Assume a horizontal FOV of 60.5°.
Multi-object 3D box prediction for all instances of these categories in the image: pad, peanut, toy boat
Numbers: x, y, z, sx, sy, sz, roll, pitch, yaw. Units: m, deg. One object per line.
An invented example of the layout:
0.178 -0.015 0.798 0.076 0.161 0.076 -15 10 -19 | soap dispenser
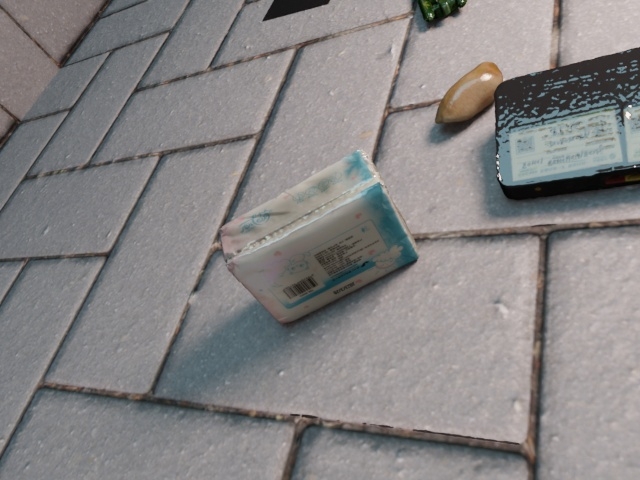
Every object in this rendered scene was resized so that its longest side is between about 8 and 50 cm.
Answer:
-0.020 -0.829 1.720 0.248 0.007 0.367 0 56 33 | pad
0.275 -0.269 1.022 0.152 0.076 0.076 -42 44 3 | peanut
0.278 -0.583 1.292 0.104 0.052 0.210 -21 47 20 | toy boat

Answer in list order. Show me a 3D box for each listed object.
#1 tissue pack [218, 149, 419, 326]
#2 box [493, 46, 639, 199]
0.001 0.002 0.889 0.271 0.201 0.124 -28 42 8 | tissue pack
0.445 -0.183 0.826 0.350 0.058 0.211 -6 67 29 | box
